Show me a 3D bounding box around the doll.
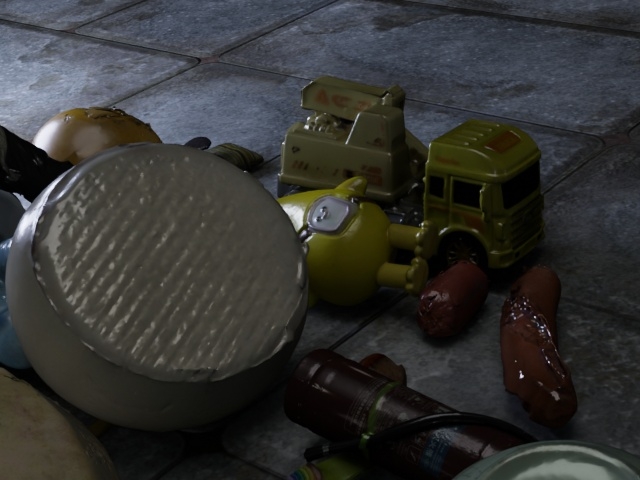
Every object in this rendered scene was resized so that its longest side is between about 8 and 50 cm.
[{"bbox_3d":[0.000,0.000,1.787,0.363,0.145,0.199,9,73,34],"label":"doll"}]

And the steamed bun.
[{"bbox_3d":[-0.209,0.070,1.567,0.374,0.241,0.374,14,53,-20],"label":"steamed bun"}]

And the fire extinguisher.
[{"bbox_3d":[0.109,0.230,1.370,0.341,0.105,0.141,23,67,34],"label":"fire extinguisher"}]

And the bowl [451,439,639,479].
[{"bbox_3d":[0.215,0.295,1.116,0.307,0.163,0.307,-6,37,5],"label":"bowl"}]

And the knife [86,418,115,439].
[{"bbox_3d":[-0.331,0.275,1.486,0.046,0.022,0.256,29,44,20],"label":"knife"}]

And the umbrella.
[{"bbox_3d":[-0.399,-0.080,1.739,0.358,0.106,0.113,31,14,-26],"label":"umbrella"}]

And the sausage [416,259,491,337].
[{"bbox_3d":[0.179,0.078,1.684,0.076,0.076,0.141,10,29,30],"label":"sausage"}]

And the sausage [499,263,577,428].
[{"bbox_3d":[0.266,0.129,1.561,0.087,0.079,0.326,-17,24,15],"label":"sausage"}]

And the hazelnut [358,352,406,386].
[{"bbox_3d":[0.065,0.178,1.527,0.086,0.086,0.086,-6,28,3],"label":"hazelnut"}]

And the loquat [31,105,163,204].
[{"bbox_3d":[-0.350,-0.100,1.996,0.235,0.235,0.235,-6,28,3],"label":"loquat"}]

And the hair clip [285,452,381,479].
[{"bbox_3d":[0.000,0.274,1.399,0.188,0.033,0.060,-26,35,-31],"label":"hair clip"}]

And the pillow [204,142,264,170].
[{"bbox_3d":[-0.211,-0.124,2.203,0.203,0.038,0.113,-27,33,-31],"label":"pillow"}]

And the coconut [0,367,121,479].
[{"bbox_3d":[-0.354,0.285,1.199,0.353,0.352,0.352,-6,28,3],"label":"coconut"}]

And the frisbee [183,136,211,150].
[{"bbox_3d":[-0.276,-0.110,2.149,0.211,0.012,0.187,-22,33,-3],"label":"frisbee"}]

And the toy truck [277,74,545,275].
[{"bbox_3d":[0.126,-0.096,1.851,0.405,0.254,0.181,14,30,30],"label":"toy truck"}]

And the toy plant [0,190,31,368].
[{"bbox_3d":[-0.451,0.070,1.703,0.247,0.247,0.332,-21,32,-24],"label":"toy plant"}]
